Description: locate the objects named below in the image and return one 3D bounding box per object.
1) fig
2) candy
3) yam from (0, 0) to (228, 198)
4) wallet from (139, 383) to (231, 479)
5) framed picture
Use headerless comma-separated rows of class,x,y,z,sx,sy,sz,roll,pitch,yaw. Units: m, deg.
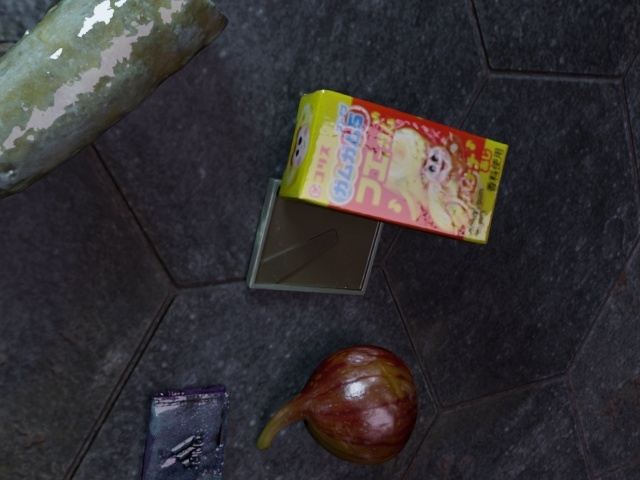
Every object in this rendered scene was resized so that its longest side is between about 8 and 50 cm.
fig,0.028,0.233,1.070,0.207,0.175,0.175,6,103,-17
candy,0.097,-0.091,0.988,0.276,0.088,0.146,14,90,-21
yam,-0.245,-0.164,0.754,0.330,0.133,0.133,-44,126,-11
wallet,-0.181,0.273,1.006,0.111,0.030,0.165,2,103,-31
framed picture,0.000,0.000,1.049,0.203,0.015,0.150,6,102,-37
